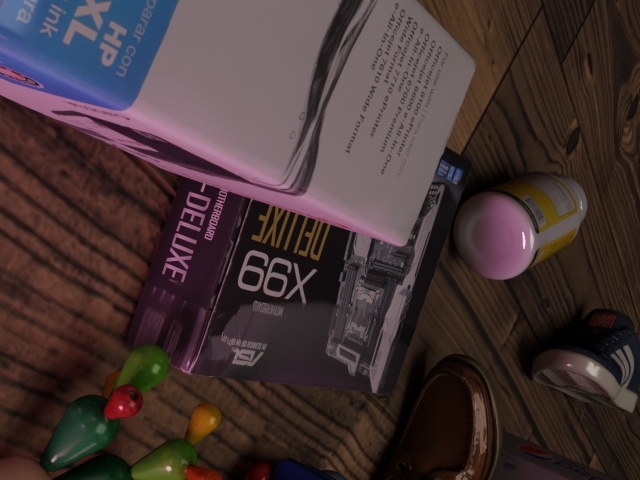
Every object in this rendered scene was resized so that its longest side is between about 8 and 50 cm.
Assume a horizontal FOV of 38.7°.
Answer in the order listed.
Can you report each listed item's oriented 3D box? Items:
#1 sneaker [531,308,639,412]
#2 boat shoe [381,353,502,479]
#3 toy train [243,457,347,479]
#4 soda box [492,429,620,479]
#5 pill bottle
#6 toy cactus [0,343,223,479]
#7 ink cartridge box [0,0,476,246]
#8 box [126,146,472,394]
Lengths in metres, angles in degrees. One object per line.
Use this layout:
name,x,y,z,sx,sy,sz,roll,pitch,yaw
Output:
sneaker,0.419,0.168,1.403,0.350,0.131,0.148,31,73,-60
boat shoe,0.128,0.285,1.052,0.104,0.111,0.307,-11,114,-53
toy train,-0.048,0.328,0.859,0.248,0.105,0.143,-63,162,-3
soda box,0.309,0.336,1.170,0.091,0.286,0.098,5,102,-56
pill bottle,0.244,-0.025,1.080,0.184,0.103,0.103,-21,121,-48
toy cactus,-0.165,0.176,0.616,0.180,0.112,0.219,4,120,-40
ink cartridge box,-0.090,-0.115,0.474,0.307,0.223,0.129,24,86,-55
box,0.000,0.000,0.778,0.307,0.076,0.242,21,88,-56
